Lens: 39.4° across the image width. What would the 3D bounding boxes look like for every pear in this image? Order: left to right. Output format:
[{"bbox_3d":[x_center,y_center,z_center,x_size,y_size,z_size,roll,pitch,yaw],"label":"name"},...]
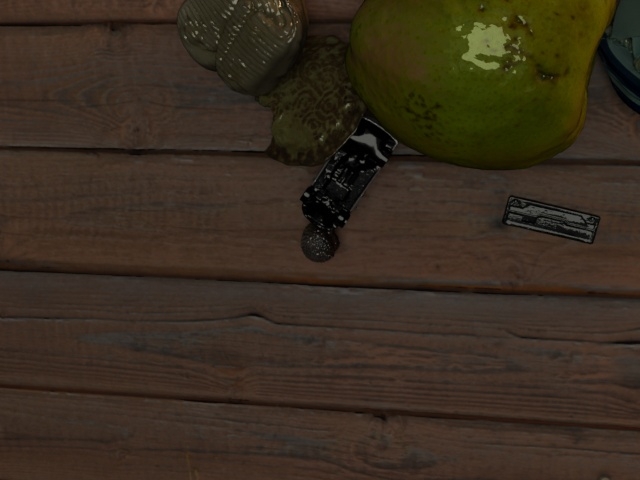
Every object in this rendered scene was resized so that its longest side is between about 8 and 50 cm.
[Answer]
[{"bbox_3d":[0.217,-0.282,1.285,0.391,0.391,0.390,3,105,9],"label":"pear"}]

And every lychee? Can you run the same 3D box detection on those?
[{"bbox_3d":[0.000,0.000,1.544,0.068,0.067,0.083,33,120,-8],"label":"lychee"}]

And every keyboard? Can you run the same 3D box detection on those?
[{"bbox_3d":[0.386,-0.034,1.495,0.155,0.010,0.053,14,108,6],"label":"keyboard"}]

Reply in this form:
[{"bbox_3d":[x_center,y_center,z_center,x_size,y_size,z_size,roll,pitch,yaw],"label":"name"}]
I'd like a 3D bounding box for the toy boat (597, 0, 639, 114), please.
[{"bbox_3d":[0.480,-0.312,1.279,0.067,0.220,0.291,-28,145,-15],"label":"toy boat"}]

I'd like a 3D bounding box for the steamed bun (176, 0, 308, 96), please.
[{"bbox_3d":[-0.106,-0.353,1.433,0.211,0.144,0.218,47,137,6],"label":"steamed bun"}]

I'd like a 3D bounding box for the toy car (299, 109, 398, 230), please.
[{"bbox_3d":[0.050,-0.117,1.487,0.089,0.108,0.209,33,112,-2],"label":"toy car"}]

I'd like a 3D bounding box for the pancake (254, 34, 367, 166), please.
[{"bbox_3d":[-0.016,-0.228,1.445,0.212,0.029,0.235,-14,69,27],"label":"pancake"}]
